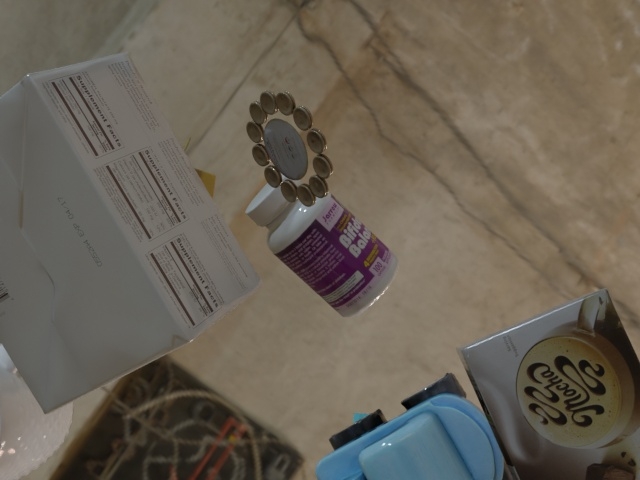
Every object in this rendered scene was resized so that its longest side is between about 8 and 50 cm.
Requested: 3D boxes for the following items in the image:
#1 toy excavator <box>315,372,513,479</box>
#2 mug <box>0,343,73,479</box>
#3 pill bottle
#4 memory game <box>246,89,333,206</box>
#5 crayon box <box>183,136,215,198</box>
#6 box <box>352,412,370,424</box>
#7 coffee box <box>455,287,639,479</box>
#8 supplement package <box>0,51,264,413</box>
[{"bbox_3d":[0.074,0.400,1.473,0.222,0.433,0.445,61,8,9],"label":"toy excavator"},{"bbox_3d":[-0.593,0.291,1.803,0.276,0.374,0.328,40,7,15],"label":"mug"},{"bbox_3d":[0.000,0.000,1.925,0.301,0.169,0.169,43,-13,-13],"label":"pill bottle"},{"bbox_3d":[-0.047,-0.136,1.428,0.186,0.012,0.186,32,-43,35],"label":"memory game"},{"bbox_3d":[-0.257,-0.009,1.683,0.081,0.318,0.202,20,14,-9],"label":"crayon box"},{"bbox_3d":[0.082,0.430,1.823,0.060,0.100,0.244,3,18,5],"label":"box"},{"bbox_3d":[0.283,0.222,1.033,0.119,0.168,0.297,55,13,-82],"label":"coffee box"},{"bbox_3d":[-0.222,-0.007,0.909,0.204,0.145,0.262,-28,-86,31],"label":"supplement package"}]
